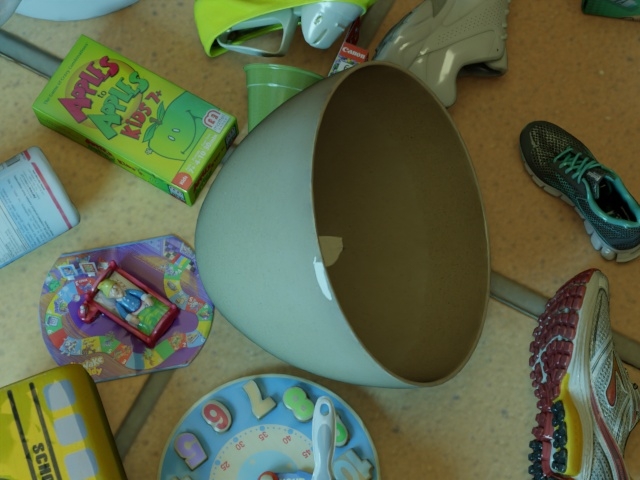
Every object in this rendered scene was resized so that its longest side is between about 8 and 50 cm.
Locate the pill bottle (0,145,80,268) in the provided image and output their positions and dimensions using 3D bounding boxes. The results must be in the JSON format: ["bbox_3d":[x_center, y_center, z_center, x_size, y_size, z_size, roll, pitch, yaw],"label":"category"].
[{"bbox_3d":[-0.316,-0.016,1.338,0.160,0.087,0.087,-30,74,-8],"label":"pill bottle"}]

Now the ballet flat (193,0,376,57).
[{"bbox_3d":[-0.023,-0.222,1.380,0.231,0.077,0.077,-5,80,28],"label":"ballet flat"}]

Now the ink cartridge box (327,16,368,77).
[{"bbox_3d":[0.028,-0.162,1.393,0.029,0.063,0.115,22,72,7],"label":"ink cartridge box"}]

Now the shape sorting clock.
[{"bbox_3d":[-0.047,0.221,1.282,0.206,0.040,0.206,0,72,1],"label":"shape sorting clock"}]

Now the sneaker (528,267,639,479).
[{"bbox_3d":[0.246,0.136,1.293,0.092,0.088,0.225,11,71,-17],"label":"sneaker"}]

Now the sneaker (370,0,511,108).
[{"bbox_3d":[0.152,-0.220,1.409,0.115,0.090,0.232,41,74,-7],"label":"sneaker"}]

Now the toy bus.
[{"bbox_3d":[-0.213,0.288,1.228,0.130,0.108,0.333,-20,72,-7],"label":"toy bus"}]

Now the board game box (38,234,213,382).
[{"bbox_3d":[-0.187,0.061,1.340,0.168,0.033,0.133,-10,72,-2],"label":"board game box"}]

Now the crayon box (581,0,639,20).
[{"bbox_3d":[0.414,-0.299,1.421,0.278,0.081,0.165,9,72,4],"label":"crayon box"}]

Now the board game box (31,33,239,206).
[{"bbox_3d":[-0.182,-0.119,1.393,0.181,0.043,0.092,29,75,10],"label":"board game box"}]

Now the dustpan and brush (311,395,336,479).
[{"bbox_3d":[0.000,0.243,1.223,0.147,0.060,0.211,2,75,-1],"label":"dustpan and brush"}]

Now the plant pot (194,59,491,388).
[{"bbox_3d":[0.000,0.000,1.258,0.190,0.284,0.284,-12,68,34],"label":"plant pot"}]

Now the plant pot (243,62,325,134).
[{"bbox_3d":[-0.041,-0.125,1.381,0.083,0.083,0.079,9,85,4],"label":"plant pot"}]

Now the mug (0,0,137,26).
[{"bbox_3d":[-0.283,-0.362,1.324,0.276,0.328,0.374,21,74,8],"label":"mug"}]

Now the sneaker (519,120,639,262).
[{"bbox_3d":[0.257,-0.058,1.349,0.065,0.076,0.166,-39,75,-12],"label":"sneaker"}]
